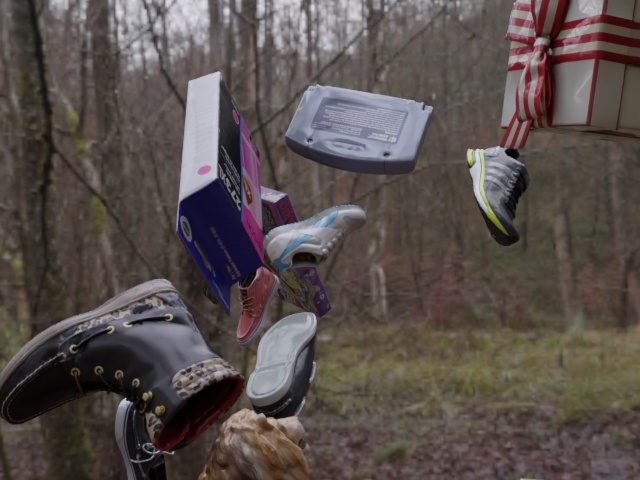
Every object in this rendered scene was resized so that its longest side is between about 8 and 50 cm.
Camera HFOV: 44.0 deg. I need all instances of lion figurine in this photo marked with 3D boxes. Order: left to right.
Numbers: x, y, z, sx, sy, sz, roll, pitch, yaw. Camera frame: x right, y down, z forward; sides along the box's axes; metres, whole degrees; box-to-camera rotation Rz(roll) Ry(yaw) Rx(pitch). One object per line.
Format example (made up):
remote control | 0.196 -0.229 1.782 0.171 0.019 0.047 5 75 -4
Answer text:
lion figurine | -0.135 0.387 1.063 0.392 0.240 0.142 -37 6 30

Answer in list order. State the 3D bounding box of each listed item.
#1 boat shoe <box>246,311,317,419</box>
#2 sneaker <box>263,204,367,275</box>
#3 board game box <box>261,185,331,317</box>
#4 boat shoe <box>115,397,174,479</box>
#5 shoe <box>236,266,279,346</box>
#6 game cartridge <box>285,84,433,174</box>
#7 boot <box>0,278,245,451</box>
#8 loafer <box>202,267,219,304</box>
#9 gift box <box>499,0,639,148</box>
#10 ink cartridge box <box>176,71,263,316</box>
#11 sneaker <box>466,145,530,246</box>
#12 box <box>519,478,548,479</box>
boat shoe | -0.064 0.243 1.505 0.114 0.091 0.302 -11 23 22
sneaker | 0.000 0.000 1.616 0.229 0.092 0.087 -22 -26 -18
board game box | -0.101 0.020 1.983 0.056 0.346 0.208 -34 33 -22
boat shoe | -0.437 0.546 2.002 0.105 0.306 0.113 -8 -2 27
shoe | -0.154 0.135 1.715 0.064 0.178 0.081 0 -33 41
game cartridge | 0.083 -0.243 1.756 0.297 0.198 0.062 13 -26 15
boot | -0.341 0.248 1.359 0.377 0.138 0.284 -30 51 -27
loafer | -0.227 0.072 1.856 0.062 0.170 0.061 -2 31 -35
gift box | 0.402 -0.253 1.155 0.258 0.255 0.276 5 0 -19
ink cartridge box | -0.145 -0.081 1.179 0.069 0.370 0.175 -15 -49 10
sneaker | 0.403 -0.114 1.744 0.121 0.299 0.111 -19 -45 16
box | 0.363 0.407 1.176 0.178 0.042 0.109 22 14 -49
